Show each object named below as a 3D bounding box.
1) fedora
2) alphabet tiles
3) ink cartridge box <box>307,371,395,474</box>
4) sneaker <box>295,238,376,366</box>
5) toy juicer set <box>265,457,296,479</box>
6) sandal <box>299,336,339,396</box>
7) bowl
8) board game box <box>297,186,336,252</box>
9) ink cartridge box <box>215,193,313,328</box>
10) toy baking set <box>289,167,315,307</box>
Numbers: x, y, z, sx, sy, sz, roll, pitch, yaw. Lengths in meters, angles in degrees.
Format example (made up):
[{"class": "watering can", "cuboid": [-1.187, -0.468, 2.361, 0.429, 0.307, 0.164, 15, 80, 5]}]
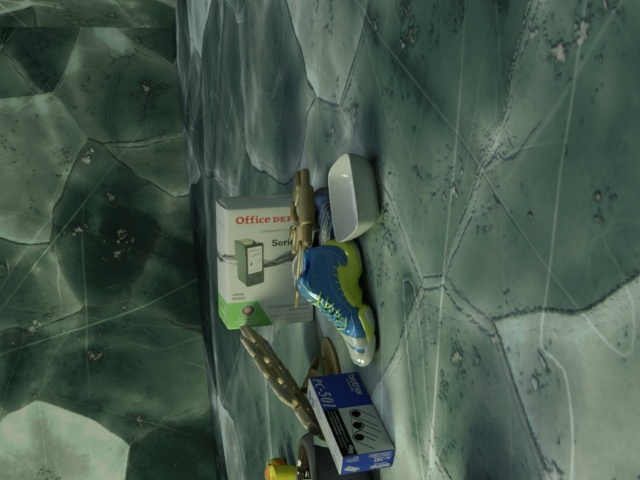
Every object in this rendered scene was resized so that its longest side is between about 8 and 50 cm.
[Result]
[{"class": "fedora", "cuboid": [0.028, 0.482, 1.514, 0.275, 0.124, 0.243, -150, 59, -80]}, {"class": "alphabet tiles", "cuboid": [-0.074, 0.298, 1.706, 0.284, 0.021, 0.278, 51, 179, 31]}, {"class": "ink cartridge box", "cuboid": [0.051, 0.323, 1.450, 0.207, 0.097, 0.046, -118, 29, -55]}, {"class": "sneaker", "cuboid": [0.020, 0.113, 1.451, 0.091, 0.126, 0.240, 120, 143, -62]}, {"class": "toy juicer set", "cuboid": [-0.117, 0.732, 2.126, 0.209, 0.090, 0.328, -179, 85, -73]}, {"class": "sandal", "cuboid": [-0.001, 0.310, 1.654, 0.088, 0.079, 0.240, 115, 147, -58]}, {"class": "bowl", "cuboid": [0.060, -0.074, 1.405, 0.142, 0.053, 0.142, 143, 121, -70]}, {"class": "board game box", "cuboid": [0.000, 0.000, 1.612, 0.194, 0.060, 0.194, -126, 36, -60]}, {"class": "ink cartridge box", "cuboid": [-0.123, 0.043, 1.789, 0.115, 0.199, 0.272, -141, 49, -68]}, {"class": "toy baking set", "cuboid": [-0.035, -0.010, 1.575, 0.196, 0.030, 0.256, 103, 166, -57]}]
